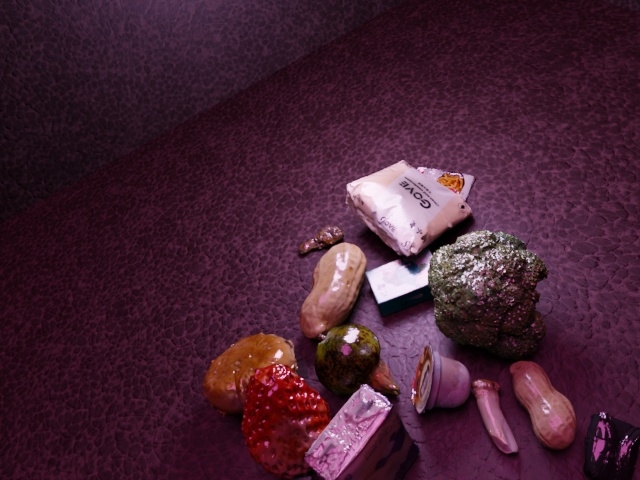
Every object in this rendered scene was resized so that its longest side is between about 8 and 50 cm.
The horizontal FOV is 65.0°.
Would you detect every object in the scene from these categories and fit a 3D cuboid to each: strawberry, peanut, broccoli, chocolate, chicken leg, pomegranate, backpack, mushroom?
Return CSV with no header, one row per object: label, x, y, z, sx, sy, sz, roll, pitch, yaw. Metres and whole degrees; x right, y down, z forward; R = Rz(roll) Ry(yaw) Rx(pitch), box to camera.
strawberry,-0.106,0.523,1.427,0.265,0.336,0.149,-17,15,3
peanut,0.040,0.173,1.774,0.192,0.169,0.387,-2,50,40
broccoli,0.499,0.151,1.507,0.310,0.321,0.413,-29,55,-27
chocolate,0.360,0.411,1.465,0.147,0.221,0.221,11,52,-4
chicken leg,0.001,0.000,2.014,0.197,0.069,0.085,-27,70,7
pomegranate,0.119,0.379,1.564,0.276,0.222,0.204,13,42,-9
backpack,0.718,0.524,1.251,0.120,0.106,0.165,25,79,12
peanut,0.607,0.438,1.364,0.123,0.124,0.257,-19,43,6
mushroom,0.488,0.489,1.400,0.071,0.084,0.209,-45,41,38

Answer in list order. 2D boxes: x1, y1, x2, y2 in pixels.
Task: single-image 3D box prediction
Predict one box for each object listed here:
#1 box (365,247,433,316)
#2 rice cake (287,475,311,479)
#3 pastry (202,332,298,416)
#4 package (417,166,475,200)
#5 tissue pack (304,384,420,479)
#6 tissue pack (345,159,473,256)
box,0.296,0.145,1.747,0.244,0.092,0.153,-22,47,2
rice cake,-0.130,0.741,1.443,0.226,0.040,0.085,-16,47,8
pastry,-0.213,0.446,1.625,0.315,0.184,0.284,-24,25,6
package,0.485,-0.221,2.025,0.239,0.030,0.154,12,59,28
tissue pack,0.120,0.552,1.297,0.125,0.344,0.242,29,67,40
tissue pack,0.319,-0.122,1.867,0.390,0.195,0.375,-32,59,-33
